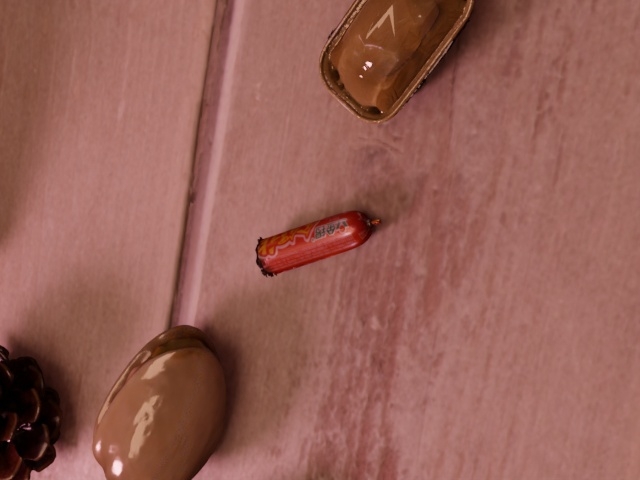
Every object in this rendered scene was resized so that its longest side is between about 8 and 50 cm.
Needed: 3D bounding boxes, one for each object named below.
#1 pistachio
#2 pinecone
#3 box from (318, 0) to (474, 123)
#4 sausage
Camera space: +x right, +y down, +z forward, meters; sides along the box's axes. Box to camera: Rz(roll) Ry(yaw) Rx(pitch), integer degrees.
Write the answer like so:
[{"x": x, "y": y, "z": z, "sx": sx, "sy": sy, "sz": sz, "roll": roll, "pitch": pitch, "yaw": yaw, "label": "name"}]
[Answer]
[{"x": -0.179, "y": 0.205, "z": 1.219, "sx": 0.144, "sy": 0.144, "sz": 0.215, "roll": 32, "pitch": 103, "yaw": 21, "label": "pistachio"}, {"x": -0.429, "y": 0.225, "z": 1.313, "sx": 0.207, "sy": 0.207, "sz": 0.208, "roll": 3, "pitch": 97, "yaw": 27, "label": "pinecone"}, {"x": 0.077, "y": -0.204, "z": 1.052, "sx": 0.111, "sy": 0.111, "sz": 0.177, "roll": 44, "pitch": 113, "yaw": 16, "label": "box"}, {"x": 0.000, "y": 0.000, "z": 1.147, "sx": 0.145, "sy": 0.050, "sz": 0.048, "roll": -17, "pitch": 93, "yaw": 26, "label": "sausage"}]
